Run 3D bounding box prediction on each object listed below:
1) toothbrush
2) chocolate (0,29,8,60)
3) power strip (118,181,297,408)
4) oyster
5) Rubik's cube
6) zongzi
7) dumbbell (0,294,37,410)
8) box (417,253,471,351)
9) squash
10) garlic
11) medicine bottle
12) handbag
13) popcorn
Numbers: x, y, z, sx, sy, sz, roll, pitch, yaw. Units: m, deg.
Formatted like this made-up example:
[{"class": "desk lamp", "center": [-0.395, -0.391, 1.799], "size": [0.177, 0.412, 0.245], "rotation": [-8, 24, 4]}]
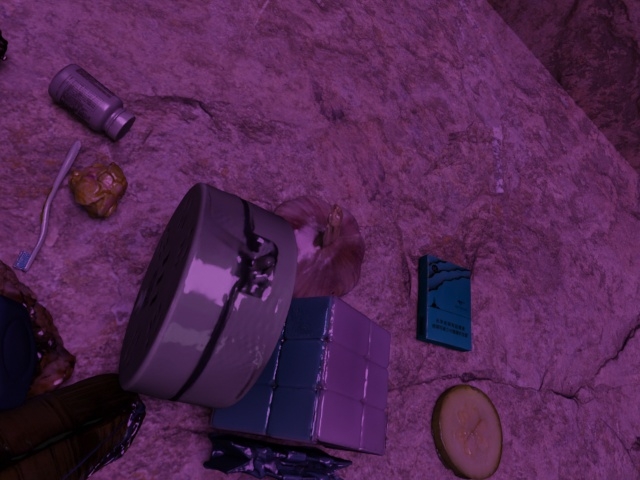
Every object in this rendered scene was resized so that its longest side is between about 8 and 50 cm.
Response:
[{"class": "toothbrush", "center": [-0.472, -0.067, 0.807], "size": [0.026, 0.022, 0.263], "rotation": [29, 59, -34]}, {"class": "chocolate", "center": [-0.609, -0.353, 0.775], "size": [0.133, 0.156, 0.156], "rotation": [-2, 73, -52]}, {"class": "power strip", "center": [-0.181, 0.080, 0.727], "size": [0.161, 0.357, 0.358], "rotation": [24, 62, -25]}, {"class": "oyster", "center": [-0.546, 0.091, 0.655], "size": [0.204, 0.111, 0.396], "rotation": [-41, 100, -32]}, {"class": "Rubik's cube", "center": [-0.024, 0.238, 0.811], "size": [0.221, 0.231, 0.225], "rotation": [37, 54, -45]}, {"class": "zongzi", "center": [-0.395, 0.369, 0.654], "size": [0.286, 0.138, 0.300], "rotation": [-9, 101, -50]}, {"class": "dumbbell", "center": [-0.534, 0.155, 0.547], "size": [0.324, 0.144, 0.160], "rotation": [-6, 103, -12]}, {"class": "box", "center": [0.330, 0.165, 1.208], "size": [0.160, 0.042, 0.227], "rotation": [19, 63, -26]}, {"class": "squash", "center": [0.364, 0.464, 1.121], "size": [0.219, 0.041, 0.220], "rotation": [12, 67, -29]}, {"class": "garlic", "center": [0.000, 0.000, 0.942], "size": [0.244, 0.253, 0.245], "rotation": [9, 65, -20]}, {"class": "medicine bottle", "center": [-0.429, -0.259, 0.868], "size": [0.140, 0.079, 0.079], "rotation": [39, 57, -14]}, {"class": "handbag", "center": [-0.075, 0.383, 0.793], "size": [0.229, 0.179, 0.062], "rotation": [19, 64, -23]}, {"class": "popcorn", "center": [-0.395, -0.093, 0.823], "size": [0.096, 0.109, 0.089], "rotation": [-28, 124, -3]}]
